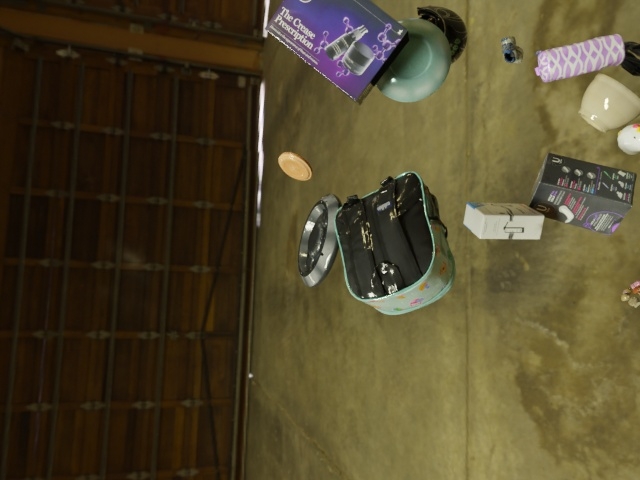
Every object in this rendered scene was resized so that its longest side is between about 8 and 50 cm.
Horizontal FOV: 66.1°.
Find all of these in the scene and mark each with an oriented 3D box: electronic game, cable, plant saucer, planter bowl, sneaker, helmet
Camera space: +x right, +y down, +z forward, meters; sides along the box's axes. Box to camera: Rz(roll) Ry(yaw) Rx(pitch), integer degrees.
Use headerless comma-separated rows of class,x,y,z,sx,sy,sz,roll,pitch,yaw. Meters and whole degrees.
electronic game,0.000,0.000,1.178,0.229,0.048,0.229,-166,90,-71
cable,0.921,-0.495,1.379,0.047,0.184,0.150,-46,-13,11
plant saucer,0.209,-0.427,1.155,0.037,0.195,0.195,-34,-49,-78
planter bowl,0.802,-0.373,1.380,0.109,0.162,0.162,-51,31,22
sneaker,0.587,-0.570,1.516,0.052,0.135,0.058,0,81,40
helmet,0.315,-0.551,1.339,0.169,0.161,0.169,10,105,38
plant saucer,-0.057,-0.163,1.097,0.013,0.083,0.083,-62,5,-26

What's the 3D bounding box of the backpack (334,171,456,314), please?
backpack,0.118,0.018,0.749,0.165,0.144,0.188,-24,47,23

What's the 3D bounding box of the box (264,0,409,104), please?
box,0.038,-0.458,1.094,0.184,0.261,0.103,-52,-3,12

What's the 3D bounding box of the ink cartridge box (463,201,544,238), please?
ink cartridge box,0.593,-0.065,1.600,0.148,0.203,0.086,-107,18,-69

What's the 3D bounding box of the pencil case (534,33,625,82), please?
pencil case,0.672,-0.471,1.279,0.088,0.206,0.086,9,-108,-80

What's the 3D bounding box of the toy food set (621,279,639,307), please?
toy food set,0.885,0.144,1.385,0.078,0.019,0.122,-50,-7,11

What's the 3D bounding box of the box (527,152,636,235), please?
box,0.835,-0.151,1.587,0.165,0.270,0.143,82,-150,-56

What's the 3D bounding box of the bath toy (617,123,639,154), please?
bath toy,1.159,-0.392,1.600,0.151,0.348,0.129,61,-168,-18
